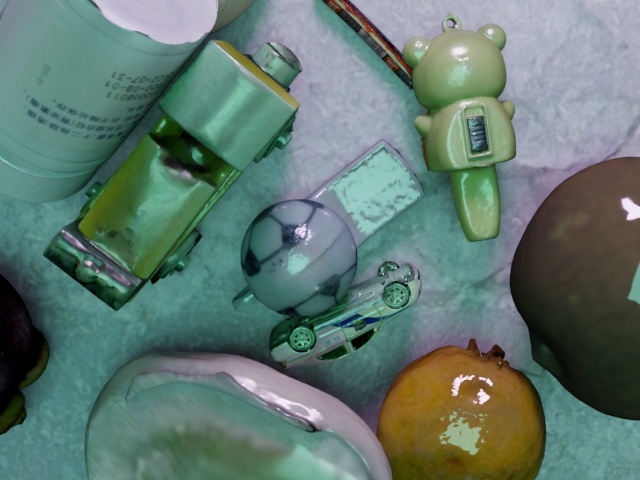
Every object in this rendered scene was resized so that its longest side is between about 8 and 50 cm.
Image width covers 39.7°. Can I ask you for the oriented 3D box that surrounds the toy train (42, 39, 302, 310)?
[{"bbox_3d":[-0.171,-0.078,1.065,0.160,0.253,0.397,40,100,-6],"label":"toy train"}]

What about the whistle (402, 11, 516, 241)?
[{"bbox_3d":[0.183,-0.141,1.115,0.131,0.106,0.288,-11,101,-5],"label":"whistle"}]

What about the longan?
[{"bbox_3d":[0.386,0.068,1.079,0.288,0.288,0.350,-17,115,5],"label":"longan"}]

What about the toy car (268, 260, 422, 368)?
[{"bbox_3d":[0.038,0.105,1.186,0.224,0.090,0.076,-25,105,6],"label":"toy car"}]

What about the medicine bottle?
[{"bbox_3d":[-0.277,-0.198,1.005,0.190,0.190,0.332,44,131,-8],"label":"medicine bottle"}]

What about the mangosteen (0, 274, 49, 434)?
[{"bbox_3d":[-0.488,0.165,1.148,0.275,0.275,0.302,-26,135,7],"label":"mangosteen"}]

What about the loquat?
[{"bbox_3d":[0.185,0.254,1.166,0.238,0.193,0.238,1,99,7],"label":"loquat"}]

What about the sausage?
[{"bbox_3d":[0.061,-0.263,1.132,0.198,0.025,0.028,43,132,-8],"label":"sausage"}]

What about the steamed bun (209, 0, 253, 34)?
[{"bbox_3d":[-0.151,-0.346,1.063,0.177,0.131,0.228,41,99,-9],"label":"steamed bun"}]

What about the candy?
[{"bbox_3d":[-0.119,0.318,1.181,0.427,0.186,0.386,32,111,6],"label":"candy"}]

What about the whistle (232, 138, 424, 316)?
[{"bbox_3d":[0.000,0.000,1.129,0.289,0.163,0.163,-38,100,10],"label":"whistle"}]
